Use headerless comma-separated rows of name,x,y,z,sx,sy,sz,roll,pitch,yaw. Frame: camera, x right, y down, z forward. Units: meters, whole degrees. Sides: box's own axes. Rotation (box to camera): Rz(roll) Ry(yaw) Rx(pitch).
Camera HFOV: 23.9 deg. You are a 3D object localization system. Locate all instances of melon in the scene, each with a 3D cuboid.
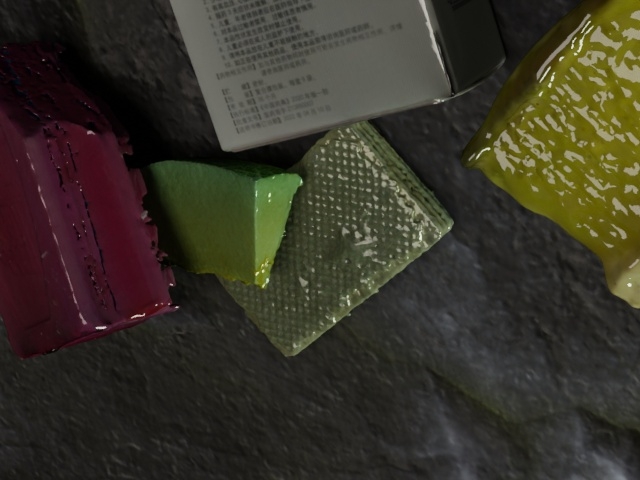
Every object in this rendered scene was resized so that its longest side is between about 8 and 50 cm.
melon,-0.108,-0.014,1.222,0.261,0.053,0.114,-4,107,47

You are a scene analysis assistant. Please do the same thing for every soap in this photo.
soap,-0.218,-0.038,1.226,0.162,0.099,0.250,-25,82,56

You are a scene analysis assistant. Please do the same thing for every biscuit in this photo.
biscuit,0.000,0.000,1.188,0.121,0.040,0.199,49,126,1

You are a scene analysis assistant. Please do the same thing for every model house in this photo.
model house,0.243,-0.057,0.946,0.234,0.175,0.193,45,124,10

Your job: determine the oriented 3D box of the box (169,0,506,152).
box,-0.015,-0.230,1.059,0.200,0.106,0.299,-11,103,32
